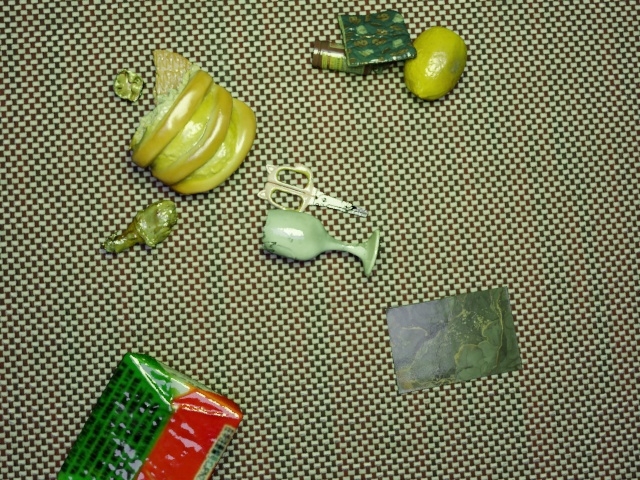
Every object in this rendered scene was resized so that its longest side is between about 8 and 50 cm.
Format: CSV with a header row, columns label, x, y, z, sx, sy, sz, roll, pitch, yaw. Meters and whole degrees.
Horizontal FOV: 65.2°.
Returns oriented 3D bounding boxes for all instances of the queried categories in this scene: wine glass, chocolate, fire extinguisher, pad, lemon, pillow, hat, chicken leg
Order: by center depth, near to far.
label,x,y,z,sx,sy,sz,roll,pitch,yaw
chocolate,-0.425,0.513,1.300,0.341,0.161,0.360,29,87,-2
wine glass,0.000,0.000,1.352,0.320,0.143,0.144,14,87,-2
chicken leg,-0.481,-0.023,1.354,0.227,0.088,0.103,-37,103,-7
pillow,0.151,-0.556,1.366,0.188,0.034,0.256,-6,51,-1
lemon,0.311,-0.482,1.370,0.170,0.170,0.207,26,93,-2
hat,-0.531,-0.428,1.380,0.076,0.059,0.077,18,98,-36
fire extinguisher,0.104,-0.523,1.403,0.251,0.075,0.106,8,97,-2
pad,0.380,0.283,1.426,0.367,0.007,0.248,-10,88,-3

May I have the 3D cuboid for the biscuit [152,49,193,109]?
label,x,y,z,sx,sy,sz,roll,pitch,yaw
biscuit,-0.396,-0.418,1.397,0.144,0.033,0.225,-7,93,-6

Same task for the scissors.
label,x,y,z,sx,sy,sz,roll,pitch,yaw
scissors,-0.015,-0.123,1.411,0.317,0.024,0.160,17,87,-2

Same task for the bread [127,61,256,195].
label,x,y,z,sx,sy,sz,roll,pitch,yaw
bread,-0.328,-0.270,1.298,0.270,0.211,0.316,42,91,-16
